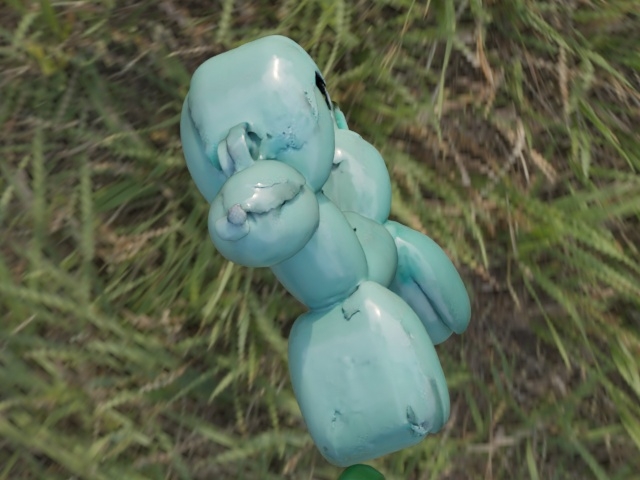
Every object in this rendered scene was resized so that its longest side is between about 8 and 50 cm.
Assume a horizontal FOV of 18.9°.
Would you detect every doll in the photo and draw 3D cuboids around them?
[{"bbox_3d":[0.000,0.000,0.720,0.059,0.159,0.158,-20,101,19],"label":"doll"}]

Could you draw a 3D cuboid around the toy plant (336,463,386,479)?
[{"bbox_3d":[-0.031,0.182,0.611,0.113,0.232,0.243,22,104,14],"label":"toy plant"}]
